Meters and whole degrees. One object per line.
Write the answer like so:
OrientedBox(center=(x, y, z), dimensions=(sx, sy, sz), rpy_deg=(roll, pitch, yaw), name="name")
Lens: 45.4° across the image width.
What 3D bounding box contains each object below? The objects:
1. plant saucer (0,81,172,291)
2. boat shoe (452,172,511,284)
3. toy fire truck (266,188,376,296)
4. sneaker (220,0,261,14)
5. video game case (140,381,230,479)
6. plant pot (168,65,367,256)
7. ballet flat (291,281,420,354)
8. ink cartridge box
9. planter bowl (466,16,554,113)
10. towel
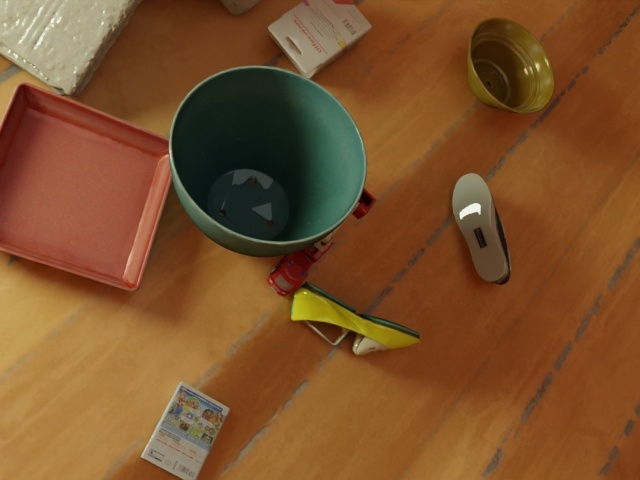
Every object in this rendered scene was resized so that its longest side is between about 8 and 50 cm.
OrientedBox(center=(-0.364, -0.074, 1.138), dimensions=(0.258, 0.047, 0.259), rpy_deg=(21, 65, -20), name="plant saucer")
OrientedBox(center=(0.309, -0.020, 1.454), dimensions=(0.070, 0.077, 0.220), rpy_deg=(21, 54, -58), name="boat shoe")
OrientedBox(center=(0.000, 0.000, 1.245), dimensions=(0.047, 0.135, 0.192), rpy_deg=(43, 59, -8), name="toy fire truck")
OrientedBox(center=(-0.220, -0.469, 1.304), dimensions=(0.365, 0.210, 0.138), rpy_deg=(-11, 75, 6), name="sneaker")
OrientedBox(center=(-0.196, 0.281, 1.120), dimensions=(0.087, 0.011, 0.122), rpy_deg=(33, 61, -13), name="video game case")
OrientedBox(center=(-0.096, -0.093, 1.182), dimensions=(0.290, 0.195, 0.290), rpy_deg=(6, 66, -14), name="plant pot")
OrientedBox(center=(0.054, 0.145, 1.269), dimensions=(0.230, 0.077, 0.077), rpy_deg=(25, 84, -14), name="ballet flat")
OrientedBox(center=(-0.011, -0.379, 1.413), dimensions=(0.115, 0.067, 0.198), rpy_deg=(50, 57, -3), name="ink cartridge box")
OrientedBox(center=(0.370, -0.342, 1.581), dimensions=(0.217, 0.090, 0.217), rpy_deg=(9, 68, -24), name="planter bowl")
OrientedBox(center=(-0.378, -0.376, 1.167), dimensions=(0.187, 0.049, 0.282), rpy_deg=(35, 89, -5), name="towel")
